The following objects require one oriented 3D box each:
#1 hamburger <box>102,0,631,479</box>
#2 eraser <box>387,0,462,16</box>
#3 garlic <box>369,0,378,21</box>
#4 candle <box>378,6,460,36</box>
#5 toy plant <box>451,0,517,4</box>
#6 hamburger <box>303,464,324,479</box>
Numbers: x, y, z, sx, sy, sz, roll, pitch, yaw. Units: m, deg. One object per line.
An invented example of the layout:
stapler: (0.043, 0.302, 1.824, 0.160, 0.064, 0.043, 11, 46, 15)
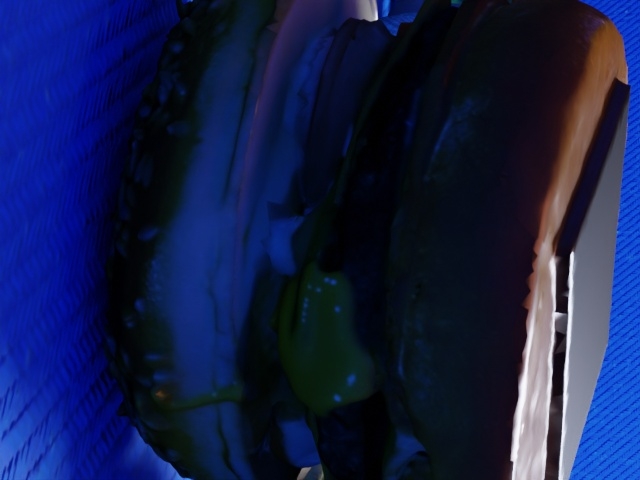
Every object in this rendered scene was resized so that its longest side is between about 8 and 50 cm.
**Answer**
hamburger: (0.023, 0.004, 0.724, 0.291, 0.225, 0.291, 8, 90, -75)
eraser: (0.116, -0.082, 1.668, 0.077, 0.111, 0.353, -60, 154, -59)
garlic: (0.001, -0.204, 0.799, 0.266, 0.128, 0.149, 50, 53, -77)
candle: (0.107, -0.158, 1.505, 0.192, 0.168, 0.068, -53, -145, 0)
toy plant: (0.164, -0.207, 1.756, 0.279, 0.185, 0.400, -80, 157, -73)
hamburger: (0.045, 0.253, 1.259, 0.285, 0.134, 0.266, -46, 142, -70)
